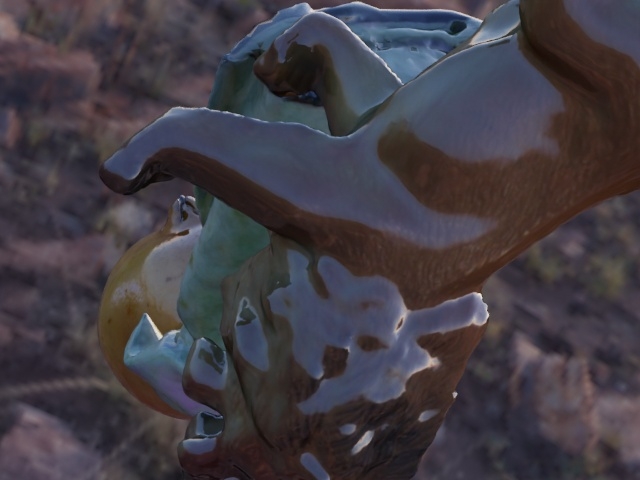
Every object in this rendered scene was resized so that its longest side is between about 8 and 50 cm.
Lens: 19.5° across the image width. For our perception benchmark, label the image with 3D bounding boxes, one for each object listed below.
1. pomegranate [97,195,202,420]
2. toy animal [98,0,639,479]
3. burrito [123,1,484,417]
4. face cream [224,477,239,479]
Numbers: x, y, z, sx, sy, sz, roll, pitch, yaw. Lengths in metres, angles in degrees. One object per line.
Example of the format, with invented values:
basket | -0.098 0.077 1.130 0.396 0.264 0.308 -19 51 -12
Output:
pomegranate | -0.096 0.070 1.686 0.209 0.209 0.209 20 30 -13
toy animal | 0.051 -0.029 0.639 0.157 0.312 0.097 53 16 0
burrito | 0.000 0.000 0.847 0.144 0.229 0.089 -4 45 -28
face cream | -0.050 0.261 1.321 0.137 0.420 0.235 -18 76 -17
